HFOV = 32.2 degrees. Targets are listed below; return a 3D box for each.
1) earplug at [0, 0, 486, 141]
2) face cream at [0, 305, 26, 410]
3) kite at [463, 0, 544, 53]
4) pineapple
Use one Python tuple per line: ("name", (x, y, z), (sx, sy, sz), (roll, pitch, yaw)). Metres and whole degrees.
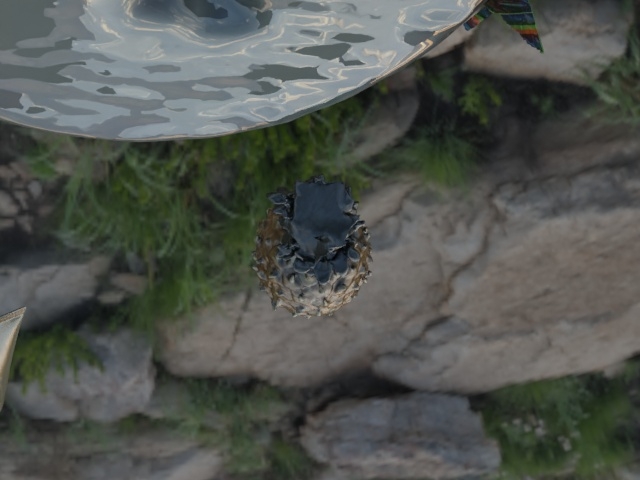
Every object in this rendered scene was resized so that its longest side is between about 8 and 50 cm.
("earplug", (-0.086, -0.289, 0.567), (0.312, 0.394, 0.313), (-7, 158, -3))
("face cream", (-0.453, 0.166, 1.444), (0.137, 0.084, 0.341), (-23, 166, -24))
("kite", (0.151, -0.208, 0.958), (0.122, 0.090, 0.004), (38, 155, 0))
("pineapple", (0.000, 0.000, 1.280), (0.157, 0.158, 0.279), (-5, 168, -8))
